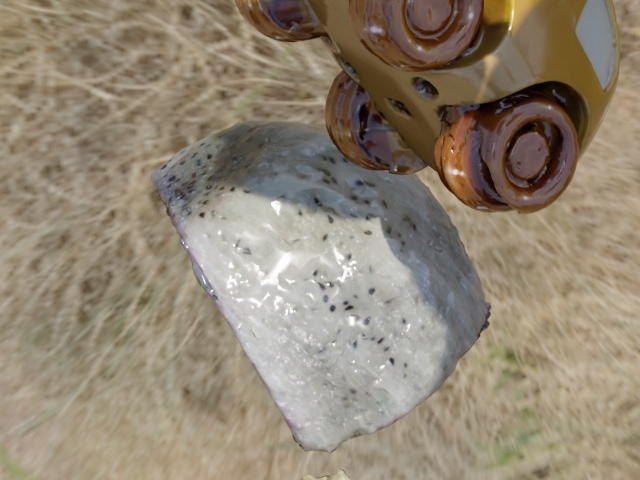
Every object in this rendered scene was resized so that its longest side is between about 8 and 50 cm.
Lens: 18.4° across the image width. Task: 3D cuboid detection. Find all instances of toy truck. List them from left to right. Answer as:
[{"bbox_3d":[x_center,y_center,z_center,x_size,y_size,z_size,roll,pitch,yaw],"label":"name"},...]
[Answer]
[{"bbox_3d":[0.086,-0.166,1.302,0.211,0.204,0.288,-48,123,-14],"label":"toy truck"}]

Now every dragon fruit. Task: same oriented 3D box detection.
[{"bbox_3d":[0.000,0.000,1.634,0.204,0.283,0.221,-31,122,-1],"label":"dragon fruit"}]

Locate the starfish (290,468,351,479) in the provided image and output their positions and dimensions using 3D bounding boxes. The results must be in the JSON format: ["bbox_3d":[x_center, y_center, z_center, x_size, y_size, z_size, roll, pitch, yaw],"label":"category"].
[{"bbox_3d":[-0.136,0.133,0.423,0.299,0.302,0.060,-21,85,-30],"label":"starfish"}]
